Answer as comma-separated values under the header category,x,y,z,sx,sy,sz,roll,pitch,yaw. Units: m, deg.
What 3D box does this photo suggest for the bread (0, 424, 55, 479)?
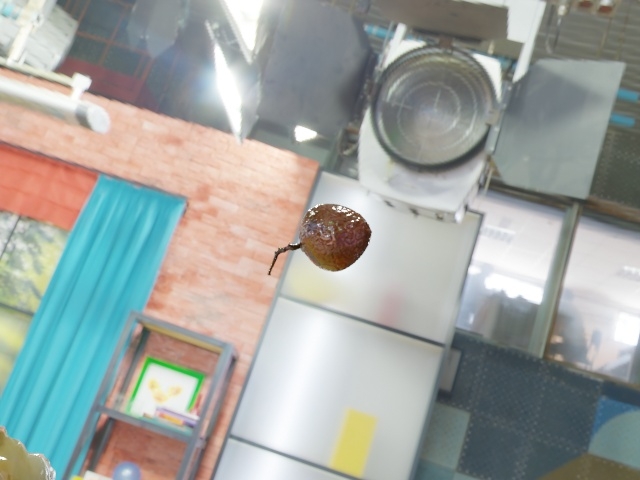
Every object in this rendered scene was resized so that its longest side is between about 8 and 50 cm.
category,x,y,z,sx,sy,sz,roll,pitch,yaw
bread,-0.243,0.168,0.192,0.371,0.279,0.390,48,-11,-31

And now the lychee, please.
category,x,y,z,sx,sy,sz,roll,pitch,yaw
lychee,0.005,-0.004,1.138,0.140,0.101,0.114,7,17,6
